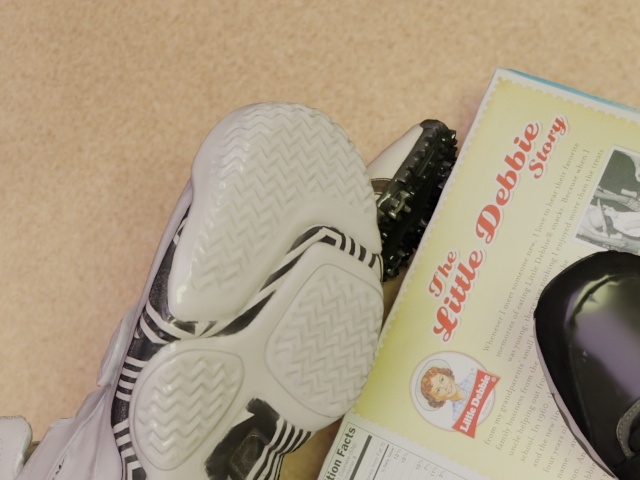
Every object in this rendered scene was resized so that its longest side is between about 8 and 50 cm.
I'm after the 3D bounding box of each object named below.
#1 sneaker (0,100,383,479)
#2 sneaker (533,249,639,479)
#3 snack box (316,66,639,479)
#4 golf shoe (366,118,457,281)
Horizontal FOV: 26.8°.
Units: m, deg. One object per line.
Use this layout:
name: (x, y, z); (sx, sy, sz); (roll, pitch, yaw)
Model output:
sneaker: (-0.097, 0.094, 0.730); (0.210, 0.137, 0.366); (20, 100, 49)
sneaker: (0.208, 0.116, 0.594); (0.107, 0.124, 0.283); (-39, 85, 0)
snack box: (0.121, 0.084, 0.725); (0.187, 0.060, 0.322); (23, 88, 26)
golf shoe: (0.000, 0.000, 0.792); (0.094, 0.077, 0.198); (37, 93, 27)
